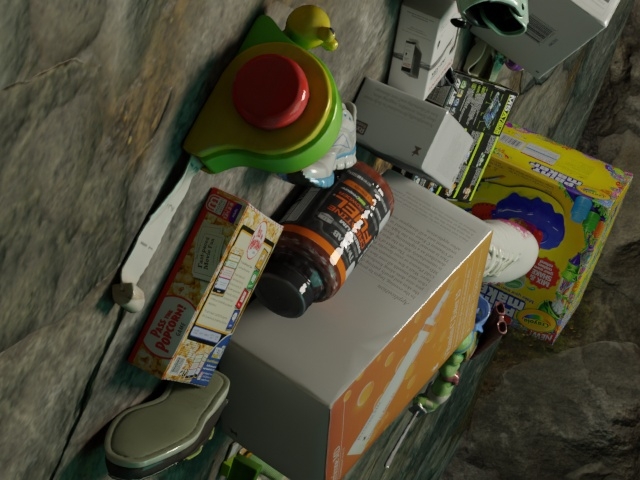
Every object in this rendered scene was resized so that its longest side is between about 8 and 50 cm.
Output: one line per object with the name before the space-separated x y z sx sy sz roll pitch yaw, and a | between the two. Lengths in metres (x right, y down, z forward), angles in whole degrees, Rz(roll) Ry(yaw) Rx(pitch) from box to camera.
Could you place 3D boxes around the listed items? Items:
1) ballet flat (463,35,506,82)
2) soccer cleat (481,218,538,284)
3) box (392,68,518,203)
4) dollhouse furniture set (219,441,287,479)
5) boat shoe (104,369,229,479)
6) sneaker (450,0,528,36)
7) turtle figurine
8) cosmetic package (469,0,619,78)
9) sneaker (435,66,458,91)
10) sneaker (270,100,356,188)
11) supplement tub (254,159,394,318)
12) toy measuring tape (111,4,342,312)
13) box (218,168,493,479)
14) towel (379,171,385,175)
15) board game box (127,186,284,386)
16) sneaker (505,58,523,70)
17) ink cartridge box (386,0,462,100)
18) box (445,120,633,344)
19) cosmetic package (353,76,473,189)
ballet flat | 0.234 -0.246 2.081 0.070 0.070 0.188 -22 133 -69
soccer cleat | 0.237 0.024 2.086 0.331 0.143 0.116 11 106 -38
box | 0.200 -0.155 2.012 0.184 0.045 0.190 4 112 -54
dollhouse furniture set | -0.083 0.298 1.831 0.152 0.076 0.058 -28 142 -65
boat shoe | -0.159 0.203 1.405 0.228 0.081 0.068 -38 146 -64
sneaker | 0.236 -0.310 1.660 0.256 0.094 0.151 3 71 -46
turtle figurine | 0.128 0.144 1.968 0.274 0.198 0.266 -47 178 7
cosmetic package | 0.358 -0.392 1.962 0.224 0.138 0.224 -58 -173 -20
sneaker | 0.154 -0.211 1.823 0.038 0.069 0.098 -49 158 -45
sneaker | -0.003 -0.113 1.478 0.190 0.071 0.083 -50 155 -67
supplement tub | 0.000 0.000 1.571 0.198 0.106 0.106 -54 162 -35
toy measuring tape | -0.066 -0.066 1.227 0.330 0.121 0.121 -62 165 -9
box | 0.045 0.113 1.687 0.345 0.168 0.215 -44 154 -32
towel | 0.023 0.049 1.867 0.209 0.034 0.285 -36 148 -61
board game box | -0.113 0.052 1.386 0.193 0.045 0.147 -64 165 -3
sneaker | 0.309 -0.339 2.192 0.071 0.068 0.170 -41 147 -23
ink cartridge box | 0.137 -0.260 1.707 0.099 0.056 0.135 -53 161 -39
box | 0.336 -0.026 2.311 0.177 0.290 0.279 -41 152 -57
cosmetic package | 0.116 -0.134 1.732 0.085 0.117 0.231 -65 166 1
